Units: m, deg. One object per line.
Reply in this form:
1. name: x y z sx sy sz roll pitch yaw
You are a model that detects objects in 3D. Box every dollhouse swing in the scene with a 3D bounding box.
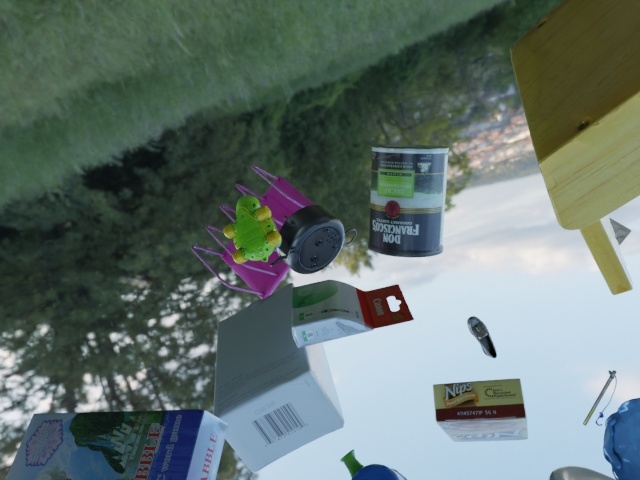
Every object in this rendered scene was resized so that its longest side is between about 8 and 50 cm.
1. dollhouse swing: 0.437 -0.155 0.782 0.315 0.305 0.347 -39 -158 34

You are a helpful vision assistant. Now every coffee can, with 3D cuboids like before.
1. coffee can: 0.230 -0.111 1.517 0.201 0.275 0.201 1 -168 0

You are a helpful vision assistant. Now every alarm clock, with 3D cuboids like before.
1. alarm clock: 0.000 0.000 1.093 0.192 0.129 0.064 -8 -143 -41

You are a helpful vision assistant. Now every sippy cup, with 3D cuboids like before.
1. sippy cup: 0.182 0.805 1.785 0.305 0.240 0.224 11 149 19

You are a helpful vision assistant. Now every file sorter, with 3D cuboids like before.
1. file sorter: -0.169 -0.026 1.523 0.291 0.202 0.182 -53 151 8

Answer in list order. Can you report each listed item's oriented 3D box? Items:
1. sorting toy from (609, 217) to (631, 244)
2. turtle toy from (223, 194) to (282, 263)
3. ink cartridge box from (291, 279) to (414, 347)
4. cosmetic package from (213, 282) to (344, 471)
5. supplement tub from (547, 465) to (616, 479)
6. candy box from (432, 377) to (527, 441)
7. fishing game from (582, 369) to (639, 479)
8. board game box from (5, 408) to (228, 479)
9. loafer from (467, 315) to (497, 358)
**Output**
1. sorting toy: 0.642 -0.022 1.287 0.012 0.083 0.062 -44 164 -57
2. turtle toy: -0.116 -0.021 1.009 0.095 0.130 0.066 -26 167 16
3. ink cartridge box: 0.055 0.125 1.133 0.224 0.056 0.181 -15 -161 3
4. cosmetic package: -0.101 0.272 1.237 0.217 0.156 0.385 -28 -159 5
5. supplement tub: 0.497 0.615 1.086 0.193 0.316 0.193 12 -173 -1
6. candy box: 0.371 0.394 1.304 0.182 0.088 0.316 -8 152 17
7. fishing game: 0.572 0.367 0.987 0.041 0.189 0.264 1 -156 -23
8. board game box: -0.297 0.379 0.723 0.318 0.319 0.066 -10 141 24
9. loafer: 0.431 0.256 1.512 0.045 0.125 0.039 -32 -170 0
